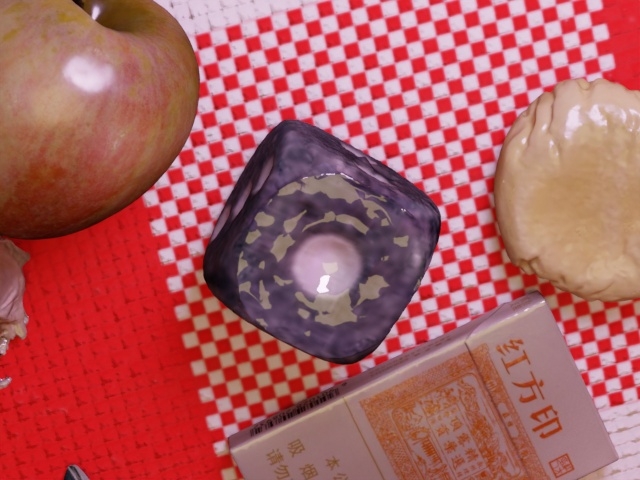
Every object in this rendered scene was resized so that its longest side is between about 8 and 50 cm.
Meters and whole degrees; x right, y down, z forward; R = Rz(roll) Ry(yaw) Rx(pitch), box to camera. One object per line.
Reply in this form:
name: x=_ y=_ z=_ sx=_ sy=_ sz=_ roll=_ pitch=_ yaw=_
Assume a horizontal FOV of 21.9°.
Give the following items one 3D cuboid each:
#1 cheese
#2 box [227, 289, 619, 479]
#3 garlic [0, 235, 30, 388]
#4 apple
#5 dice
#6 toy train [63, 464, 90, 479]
cheese: x=0.281 y=-0.048 z=1.659 sx=0.214 sy=0.117 sz=0.226 roll=14 pitch=107 yaw=-3
box: x=0.109 y=0.219 z=1.741 sx=0.365 sy=0.051 sz=0.204 roll=-26 pitch=105 yaw=2
garlic: x=-0.390 y=0.086 z=1.622 sx=0.143 sy=0.178 sz=0.229 roll=19 pitch=84 yaw=21
apple: x=-0.245 y=-0.124 z=1.517 sx=0.257 sy=0.257 sz=0.234 roll=22 pitch=113 yaw=-11
dice: x=0.000 y=0.000 z=1.608 sx=0.181 sy=0.183 sz=0.182 roll=30 pitch=101 yaw=-14
toy train: x=-0.231 y=0.358 z=1.724 sx=0.055 sy=0.048 sz=0.252 roll=-13 pitch=81 yaw=34
